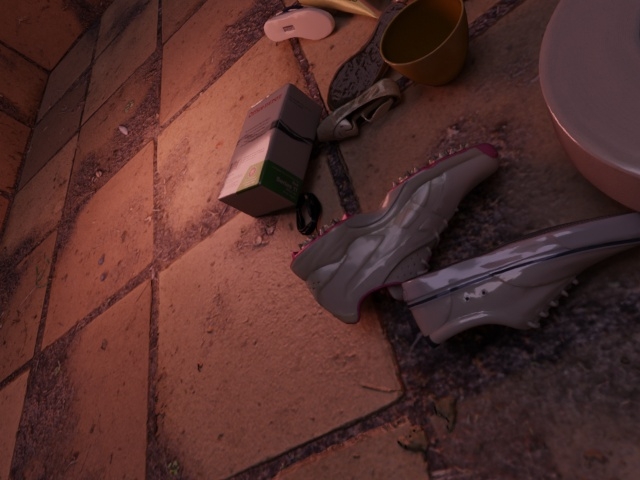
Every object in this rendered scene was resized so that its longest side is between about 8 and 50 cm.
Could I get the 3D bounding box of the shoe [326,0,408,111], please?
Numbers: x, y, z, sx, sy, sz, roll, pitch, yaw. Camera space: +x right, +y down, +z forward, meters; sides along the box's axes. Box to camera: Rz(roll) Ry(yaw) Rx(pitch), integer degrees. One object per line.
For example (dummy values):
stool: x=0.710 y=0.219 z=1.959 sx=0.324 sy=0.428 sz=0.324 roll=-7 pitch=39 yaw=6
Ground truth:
shoe: x=0.092 y=-0.318 z=0.825 sx=0.076 sy=0.058 sz=0.219 roll=40 pitch=100 yaw=15

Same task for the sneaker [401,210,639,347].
sneaker: x=0.220 y=0.045 z=0.492 sx=0.258 sy=0.094 sz=0.091 roll=-23 pitch=85 yaw=22

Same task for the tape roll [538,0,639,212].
tape roll: x=0.402 y=-0.186 z=0.392 sx=0.391 sy=0.072 sz=0.392 roll=-19 pitch=55 yaw=29

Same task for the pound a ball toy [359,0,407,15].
pound a ball toy: x=0.146 y=-0.568 z=0.869 sx=0.208 sy=0.135 sz=0.319 roll=-25 pitch=42 yaw=61

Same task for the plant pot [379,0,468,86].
plant pot: x=0.173 y=-0.295 z=0.706 sx=0.134 sy=0.095 sz=0.134 roll=-20 pitch=54 yaw=30

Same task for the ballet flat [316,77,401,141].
ballet flat: x=0.063 y=-0.213 z=0.785 sx=0.168 sy=0.057 sz=0.052 roll=-35 pitch=58 yaw=21

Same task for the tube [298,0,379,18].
tube: x=0.052 y=-0.519 z=0.960 sx=0.240 sy=0.062 sz=0.070 roll=29 pitch=123 yaw=33

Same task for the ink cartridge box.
ink cartridge box: x=-0.092 y=-0.162 z=0.846 sx=0.153 sy=0.086 sz=0.209 roll=-9 pitch=61 yaw=51

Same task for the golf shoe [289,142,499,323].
golf shoe: x=0.113 y=-0.007 z=0.604 sx=0.306 sy=0.115 sz=0.140 roll=-34 pitch=83 yaw=7

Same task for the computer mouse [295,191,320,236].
computer mouse: x=0.000 y=0.000 z=0.725 sx=0.071 sy=0.041 sz=0.242 roll=-42 pitch=45 yaw=15

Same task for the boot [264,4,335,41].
boot: x=-0.036 y=-0.501 z=1.027 sx=0.189 sy=0.069 sz=0.086 roll=14 pitch=56 yaw=33
